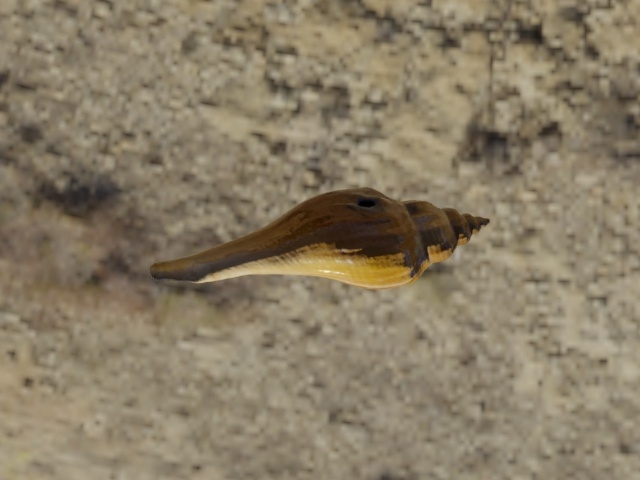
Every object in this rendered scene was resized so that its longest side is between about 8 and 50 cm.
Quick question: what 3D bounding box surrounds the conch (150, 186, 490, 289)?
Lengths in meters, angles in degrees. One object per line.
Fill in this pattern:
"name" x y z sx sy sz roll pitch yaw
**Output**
"conch" 0.000 -0.003 1.762 0.330 0.109 0.093 -3 143 -7
